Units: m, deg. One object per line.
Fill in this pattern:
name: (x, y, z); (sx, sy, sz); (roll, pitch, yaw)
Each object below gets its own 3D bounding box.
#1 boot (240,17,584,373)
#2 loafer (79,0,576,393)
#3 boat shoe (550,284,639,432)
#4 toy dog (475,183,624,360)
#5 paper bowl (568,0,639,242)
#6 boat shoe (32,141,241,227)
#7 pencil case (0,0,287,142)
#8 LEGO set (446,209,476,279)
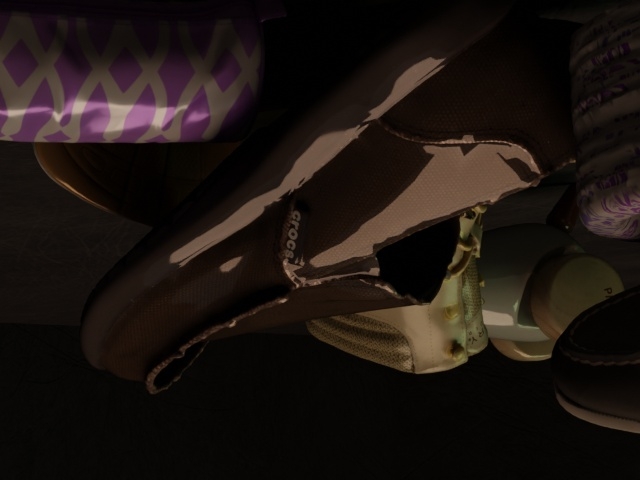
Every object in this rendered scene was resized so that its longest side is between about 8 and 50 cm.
boot: (0.087, -0.019, 1.116); (0.262, 0.203, 0.095); (-2, -143, 22)
loafer: (0.000, 0.000, 1.011); (0.366, 0.130, 0.134); (-38, -173, 44)
boat shoe: (0.254, 0.024, 0.871); (0.335, 0.095, 0.112); (-3, -150, 32)
toy dog: (0.126, -0.002, 1.718); (0.334, 0.161, 0.220); (22, 162, -37)
paper bowl: (0.254, -0.084, 0.860); (0.284, 0.148, 0.284); (-2, 173, 0)
boat shoe: (-0.070, -0.059, 1.196); (0.277, 0.098, 0.096); (7, -171, -38)
pencil case: (-0.127, -0.094, 0.955); (0.206, 0.086, 0.088); (0, 129, -24)
LEGO set: (0.051, 0.003, 1.072); (0.054, 0.023, 0.083); (22, 135, 4)
